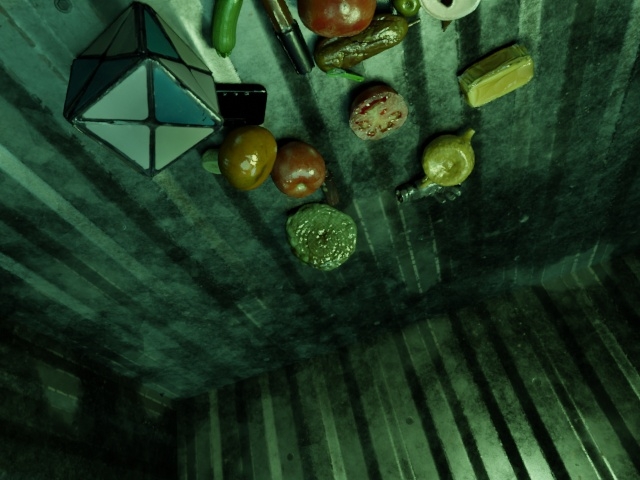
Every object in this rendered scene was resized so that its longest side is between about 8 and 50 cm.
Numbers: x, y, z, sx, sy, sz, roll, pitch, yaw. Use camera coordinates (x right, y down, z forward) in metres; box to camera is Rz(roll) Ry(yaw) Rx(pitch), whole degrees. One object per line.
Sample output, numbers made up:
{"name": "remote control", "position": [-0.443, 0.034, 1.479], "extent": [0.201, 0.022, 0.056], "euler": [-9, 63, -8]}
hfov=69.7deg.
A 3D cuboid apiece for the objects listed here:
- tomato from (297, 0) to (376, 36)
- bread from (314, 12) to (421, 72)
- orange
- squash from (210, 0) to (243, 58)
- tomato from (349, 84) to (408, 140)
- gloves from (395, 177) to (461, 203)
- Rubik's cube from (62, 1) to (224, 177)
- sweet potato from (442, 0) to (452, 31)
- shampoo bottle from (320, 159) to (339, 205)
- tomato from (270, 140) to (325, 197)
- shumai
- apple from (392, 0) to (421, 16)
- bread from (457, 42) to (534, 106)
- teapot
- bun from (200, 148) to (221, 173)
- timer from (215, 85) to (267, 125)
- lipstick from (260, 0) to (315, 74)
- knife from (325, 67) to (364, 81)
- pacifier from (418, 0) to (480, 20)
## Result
{"name": "tomato", "position": [0.050, -0.668, 1.255], "extent": [0.232, 0.189, 0.232], "euler": [-11, 142, -9]}
{"name": "bread", "position": [0.141, -0.608, 1.409], "extent": [0.344, 0.084, 0.124], "euler": [-16, 160, 15]}
{"name": "orange", "position": [-0.255, -0.286, 1.585], "extent": [0.171, 0.240, 0.240], "euler": [28, 138, 8]}
{"name": "squash", "position": [-0.267, -0.623, 1.302], "extent": [0.077, 0.068, 0.219], "euler": [-3, 142, -23]}
{"name": "tomato", "position": [0.201, -0.463, 1.651], "extent": [0.225, 0.085, 0.225], "euler": [-12, 145, -8]}
{"name": "gloves", "position": [0.475, -0.229, 2.020], "extent": [0.285, 0.119, 0.142], "euler": [-2, 154, 6]}
{"name": "Rubik's cube", "position": [-0.490, -0.415, 1.297], "extent": [0.307, 0.305, 0.310], "euler": [-29, 140, 17]}
{"name": "sweet potato", "position": [0.400, -0.708, 1.444], "extent": [0.049, 0.049, 0.117], "euler": [-10, 149, -6]}
{"name": "shampoo bottle", "position": [0.031, -0.238, 1.893], "extent": [0.068, 0.067, 0.236], "euler": [-10, 143, 9]}
{"name": "tomato", "position": [-0.086, -0.268, 1.718], "extent": [0.208, 0.184, 0.208], "euler": [-9, 149, -5]}
{"name": "shumai", "position": [0.000, 0.000, 2.065], "extent": [0.304, 0.309, 0.263], "euler": [-19, 168, -8]}
{"name": "apple", "position": [0.258, -0.713, 1.363], "extent": [0.089, 0.074, 0.089], "euler": [7, 139, 6]}
{"name": "bread", "position": [0.616, -0.581, 1.622], "extent": [0.241, 0.107, 0.136], "euler": [-25, 144, 14]}
{"name": "teapot", "position": [0.513, -0.329, 1.876], "extent": [0.203, 0.167, 0.311], "euler": [36, 126, -5]}
{"name": "bun", "position": [-0.378, -0.295, 1.683], "extent": [0.115, 0.069, 0.115], "euler": [4, 156, 2]}
{"name": "timer", "position": [-0.277, -0.452, 1.534], "extent": [0.187, 0.055, 0.144], "euler": [-5, 144, -19]}
{"name": "lipstick", "position": [-0.122, -0.654, 1.307], "extent": [0.077, 0.077, 0.418], "euler": [-22, 141, 10]}
{"name": "knife", "position": [0.079, -0.534, 1.497], "extent": [0.054, 0.015, 0.212], "euler": [-11, -176, 36]}
{"name": "pacifier", "position": [0.416, -0.754, 1.251], "extent": [0.332, 0.273, 0.220], "euler": [-45, 167, 32]}
